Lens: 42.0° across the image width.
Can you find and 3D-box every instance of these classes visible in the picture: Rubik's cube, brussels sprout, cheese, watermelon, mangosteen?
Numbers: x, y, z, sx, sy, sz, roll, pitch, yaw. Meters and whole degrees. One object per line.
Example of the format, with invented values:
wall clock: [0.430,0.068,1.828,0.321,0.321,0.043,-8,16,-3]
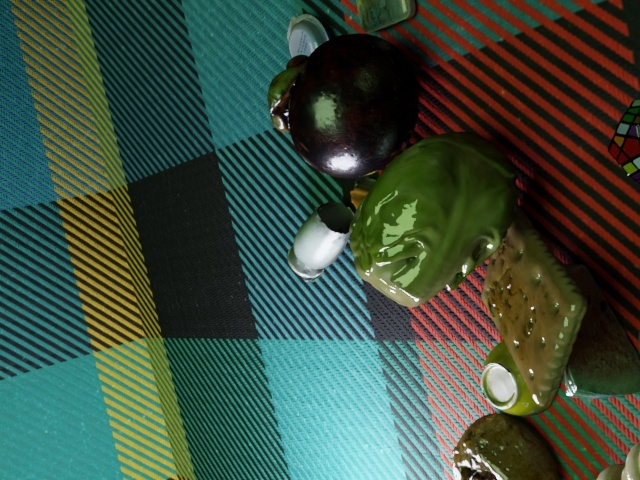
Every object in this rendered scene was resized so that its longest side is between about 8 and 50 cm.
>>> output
Rubik's cube: [0.480,-0.141,1.196,0.112,0.133,0.133,-158,57,-79]
brussels sprout: [0.201,-0.045,1.453,0.247,0.328,0.328,36,133,13]
cheese: [-0.003,-0.404,1.823,0.244,0.052,0.135,49,140,31]
watermelon: [0.427,0.145,1.373,0.094,0.154,0.241,-38,56,53]
mangosteen: [0.048,-0.260,1.600,0.288,0.288,0.288,23,120,48]

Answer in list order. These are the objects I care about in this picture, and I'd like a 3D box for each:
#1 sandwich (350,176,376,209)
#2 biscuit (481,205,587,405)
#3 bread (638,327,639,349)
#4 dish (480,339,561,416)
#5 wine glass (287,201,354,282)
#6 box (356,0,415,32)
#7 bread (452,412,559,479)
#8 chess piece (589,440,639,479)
sandwich: [0.152,-0.004,1.740,0.245,0.063,0.212,23,121,50]
biscuit: [0.345,0.100,1.404,0.325,0.044,0.217,-104,19,-58]
bread: [0.575,0.179,1.246,0.228,0.033,0.228,24,122,47]
dish: [0.355,0.256,1.539,0.148,0.080,0.207,56,142,25]
wine glass: [0.000,0.000,1.909,0.111,0.111,0.204,60,145,21]
box: [0.107,-0.559,1.626,0.142,0.044,0.285,-6,97,51]
bread: [0.343,0.450,1.588,0.230,0.123,0.230,19,115,48]
chess piece: [0.510,0.412,1.344,0.142,0.143,0.261,59,146,22]
